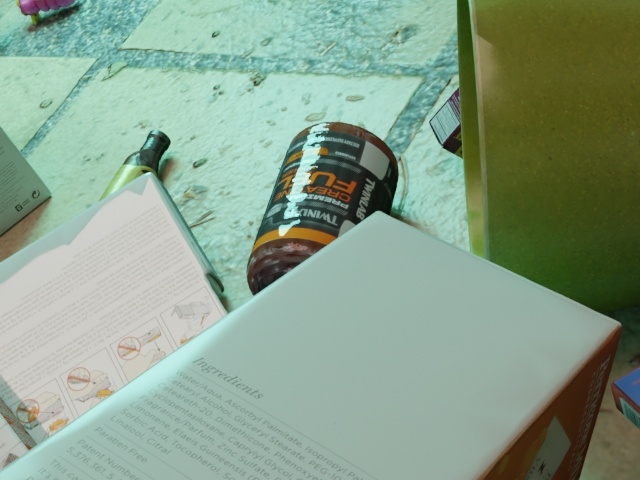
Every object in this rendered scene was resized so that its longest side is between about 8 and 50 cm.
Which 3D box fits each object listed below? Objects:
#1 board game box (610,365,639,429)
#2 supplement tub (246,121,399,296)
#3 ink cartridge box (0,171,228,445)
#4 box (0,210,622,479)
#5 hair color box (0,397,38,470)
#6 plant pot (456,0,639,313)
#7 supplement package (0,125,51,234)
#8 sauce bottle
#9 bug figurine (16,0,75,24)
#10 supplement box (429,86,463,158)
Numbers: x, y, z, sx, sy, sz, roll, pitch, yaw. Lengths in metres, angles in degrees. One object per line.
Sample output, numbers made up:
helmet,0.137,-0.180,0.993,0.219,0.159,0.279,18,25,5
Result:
board game box,0.331,0.063,0.667,0.281,0.027,0.145,-28,36,-8
supplement tub,0.000,0.000,0.946,0.106,0.106,0.198,-6,46,25
ink cartridge box,-0.209,0.104,1.002,0.275,0.060,0.239,-32,65,-2
box,-0.011,0.167,0.584,0.168,0.215,0.345,26,39,28
hair color box,-0.299,0.169,0.934,0.093,0.053,0.167,-42,64,-8
plant pot,0.251,-0.079,0.790,0.293,0.275,0.275,-4,44,5
supplement package,-0.472,-0.114,1.220,0.199,0.263,0.198,-40,42,-13
sauce bottle,-0.194,-0.063,1.174,0.042,0.042,0.128,1,51,32
bug figurine,-0.430,-0.369,1.604,0.216,0.072,0.279,-8,40,15
supplement box,0.145,-0.112,0.989,0.083,0.055,0.043,-50,34,26
